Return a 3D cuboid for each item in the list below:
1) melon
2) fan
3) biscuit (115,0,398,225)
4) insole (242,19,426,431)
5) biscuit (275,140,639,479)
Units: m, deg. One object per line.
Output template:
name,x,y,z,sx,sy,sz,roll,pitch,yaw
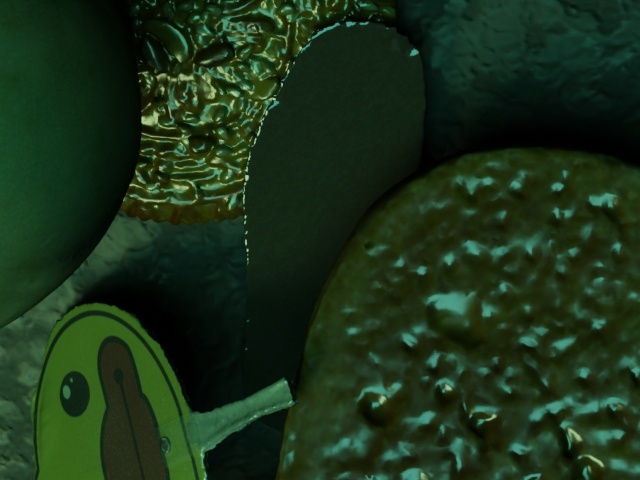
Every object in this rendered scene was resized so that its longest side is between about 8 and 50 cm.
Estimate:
melon,-0.227,-0.069,1.048,0.271,0.308,0.272,16,137,15
fan,-0.115,0.141,1.235,0.335,0.011,0.230,-30,72,47
biscuit,-0.098,-0.147,1.181,0.305,0.038,0.305,4,116,8
insole,0.000,0.000,1.229,0.111,0.007,0.328,5,123,-7
biscuit,0.142,0.143,1.120,0.350,0.070,0.394,18,89,15
